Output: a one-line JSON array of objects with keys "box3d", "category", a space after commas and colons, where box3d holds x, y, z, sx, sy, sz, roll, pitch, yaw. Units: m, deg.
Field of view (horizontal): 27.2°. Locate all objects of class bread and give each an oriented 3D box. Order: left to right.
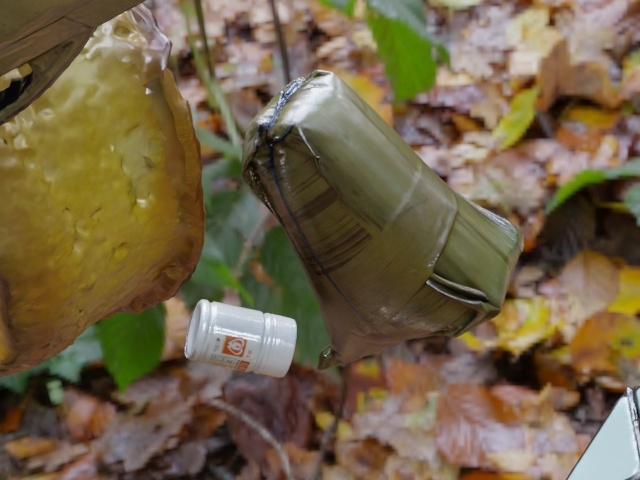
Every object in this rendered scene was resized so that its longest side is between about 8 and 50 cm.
[{"box3d": [-0.269, -0.080, 0.983, 0.398, 0.398, 0.215, 19, 46, 32], "category": "bread"}]

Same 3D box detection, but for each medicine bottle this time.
[{"box3d": [-0.071, 0.088, 1.181, 0.089, 0.057, 0.057, 12, 31, -15], "category": "medicine bottle"}]

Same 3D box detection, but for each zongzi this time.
[{"box3d": [0.000, 0.000, 1.145, 0.289, 0.260, 0.123, -26, 28, 52], "category": "zongzi"}]

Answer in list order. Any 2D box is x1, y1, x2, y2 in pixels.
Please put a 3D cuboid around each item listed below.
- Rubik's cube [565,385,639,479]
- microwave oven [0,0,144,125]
[{"box3d": [0.431, 0.331, 1.468, 0.246, 0.248, 0.250, -53, 24, -18], "category": "Rubik's cube"}, {"box3d": [-0.289, -0.198, 0.606, 0.394, 0.333, 0.247, -19, 67, 35], "category": "microwave oven"}]
